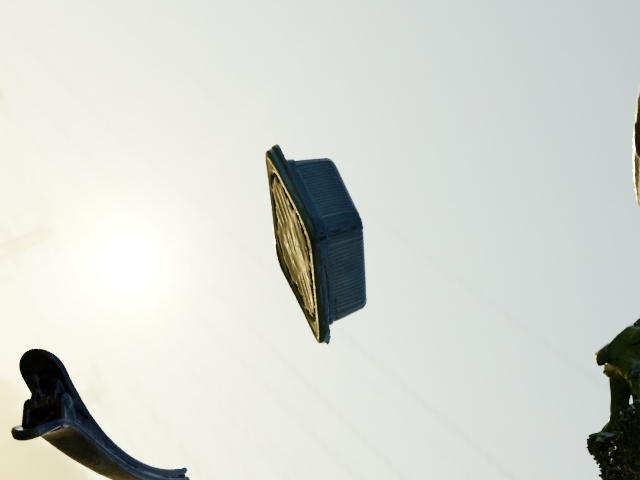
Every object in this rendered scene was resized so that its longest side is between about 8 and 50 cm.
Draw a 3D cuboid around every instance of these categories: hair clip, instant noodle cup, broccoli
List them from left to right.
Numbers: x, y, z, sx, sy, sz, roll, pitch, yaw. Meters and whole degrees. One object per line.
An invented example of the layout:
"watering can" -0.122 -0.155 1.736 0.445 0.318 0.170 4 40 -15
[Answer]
"hair clip" -0.162 0.159 1.333 0.229 0.039 0.070 49 36 -54
"instant noodle cup" 0.000 0.000 1.828 0.157 0.070 0.179 -116 -164 -44
"broccoli" 0.299 0.133 1.445 0.156 0.195 0.195 55 -15 10

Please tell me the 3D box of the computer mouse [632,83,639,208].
"computer mouse" 0.295 -0.086 1.169 0.389 0.199 0.115 84 -7 -71
